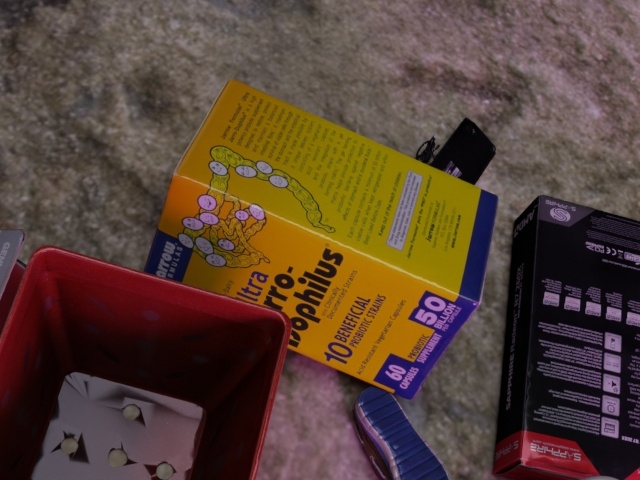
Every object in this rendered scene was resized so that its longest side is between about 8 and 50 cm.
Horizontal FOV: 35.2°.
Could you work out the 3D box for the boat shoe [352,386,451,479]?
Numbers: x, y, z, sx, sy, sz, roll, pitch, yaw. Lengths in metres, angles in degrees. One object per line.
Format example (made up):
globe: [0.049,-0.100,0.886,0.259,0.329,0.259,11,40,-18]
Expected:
boat shoe: [0.097,0.261,1.188,0.066,0.066,0.183,-18,65,-23]

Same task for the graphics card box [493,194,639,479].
graphics card box: [0.356,0.141,1.297,0.232,0.094,0.371,13,64,-8]

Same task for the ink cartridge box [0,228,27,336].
ink cartridge box: [-0.406,0.149,1.003,0.272,0.130,0.309,-1,59,27]

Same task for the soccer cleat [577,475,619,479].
soccer cleat: [0.200,0.353,1.085,0.318,0.116,0.109,-30,78,7]

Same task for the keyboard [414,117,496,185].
keyboard: [0.164,-0.094,1.401,0.100,0.038,0.192,48,60,-16]

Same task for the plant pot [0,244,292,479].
plant pot: [-0.204,0.200,1.045,0.267,0.236,0.267,16,63,-6]

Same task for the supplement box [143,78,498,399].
supplement box: [0.000,0.000,1.189,0.356,0.194,0.195,23,43,-2]
